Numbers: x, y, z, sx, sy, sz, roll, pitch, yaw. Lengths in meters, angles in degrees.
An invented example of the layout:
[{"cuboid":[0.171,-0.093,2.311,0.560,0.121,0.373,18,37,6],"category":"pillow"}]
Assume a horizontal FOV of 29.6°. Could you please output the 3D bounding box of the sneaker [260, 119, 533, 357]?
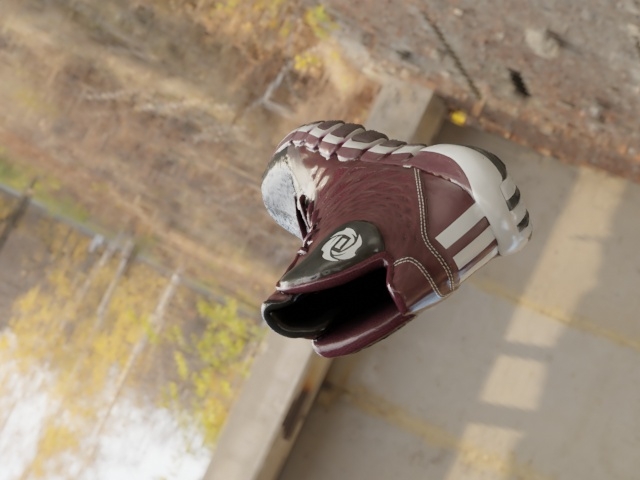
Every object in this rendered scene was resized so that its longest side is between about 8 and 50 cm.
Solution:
[{"cuboid":[0.000,0.000,0.845,0.281,0.162,0.106,6,132,57],"category":"sneaker"}]
